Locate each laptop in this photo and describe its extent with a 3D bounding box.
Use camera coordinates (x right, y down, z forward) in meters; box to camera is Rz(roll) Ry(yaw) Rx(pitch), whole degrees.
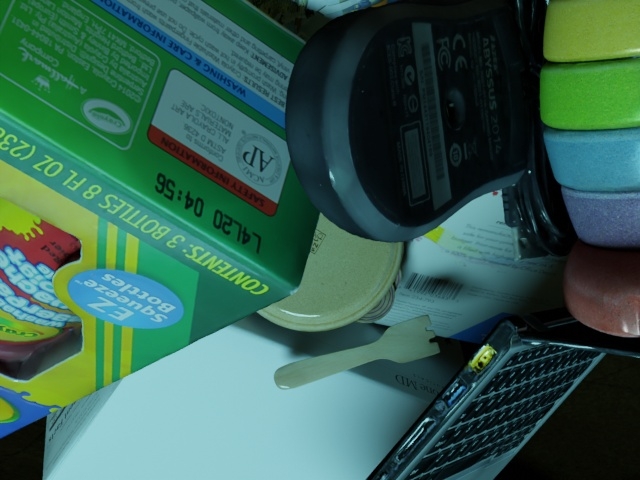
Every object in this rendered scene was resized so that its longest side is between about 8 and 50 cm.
[{"bbox_3d":[0.217,0.158,0.916,0.408,0.236,0.382,-51,162,15],"label":"laptop"}]

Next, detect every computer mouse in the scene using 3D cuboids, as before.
[{"bbox_3d":[0.057,-0.066,0.782,0.072,0.188,0.272,1,-171,35],"label":"computer mouse"}]

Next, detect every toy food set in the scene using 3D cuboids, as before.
[{"bbox_3d":[0.000,0.000,0.971,0.132,0.192,0.038,-16,174,4],"label":"toy food set"}]

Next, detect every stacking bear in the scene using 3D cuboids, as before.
[{"bbox_3d":[0.194,-0.113,0.775,0.175,0.164,0.289,-11,100,-13],"label":"stacking bear"}]

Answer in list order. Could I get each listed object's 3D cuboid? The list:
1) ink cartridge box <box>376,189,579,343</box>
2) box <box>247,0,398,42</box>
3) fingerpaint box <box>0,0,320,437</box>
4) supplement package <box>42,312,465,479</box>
[{"bbox_3d":[0.132,-0.024,0.998,0.134,0.078,0.231,12,138,-13],"label":"ink cartridge box"},{"bbox_3d":[0.002,-0.153,0.830,0.159,0.044,0.233,-13,147,-5],"label":"box"},{"bbox_3d":[-0.273,-0.077,0.806,0.445,0.163,0.371,33,144,-26],"label":"fingerpaint box"},{"bbox_3d":[-0.048,0.115,1.088,0.262,0.145,0.204,23,122,-24],"label":"supplement package"}]
